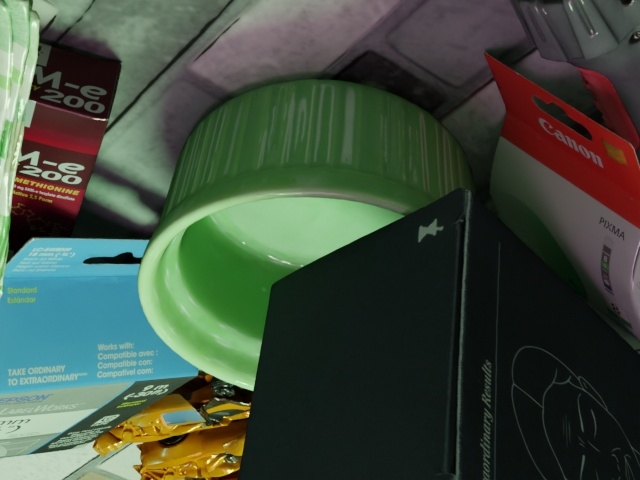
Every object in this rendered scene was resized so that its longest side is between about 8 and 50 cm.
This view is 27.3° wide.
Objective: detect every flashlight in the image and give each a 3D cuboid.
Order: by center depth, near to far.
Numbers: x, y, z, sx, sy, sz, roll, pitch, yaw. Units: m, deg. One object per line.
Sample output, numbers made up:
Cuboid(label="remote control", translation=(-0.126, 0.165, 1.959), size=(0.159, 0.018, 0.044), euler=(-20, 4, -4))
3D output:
Cuboid(label="flashlight", translation=(0.240, -0.104, 1.054), size=(0.103, 0.103, 0.304), euler=(-40, 127, 0))

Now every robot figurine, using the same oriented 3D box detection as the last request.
Cuboid(label="robot figurine", translation=(-0.099, 0.213, 1.492), size=(0.291, 0.085, 0.211), euler=(-11, 140, 20))

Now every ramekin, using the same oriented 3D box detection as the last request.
Cuboid(label="ramekin", translation=(0.000, 0.000, 1.161), size=(0.303, 0.148, 0.303), euler=(3, 141, 2))

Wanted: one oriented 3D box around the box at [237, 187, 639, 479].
Cuboid(label="box", translation=(0.144, 0.211, 1.035), size=(0.212, 0.293, 0.395), euler=(-26, 127, 33))

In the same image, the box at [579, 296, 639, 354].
Cuboid(label="box", translation=(0.303, 0.057, 1.186), size=(0.290, 0.169, 0.087), euler=(-15, 137, 22))

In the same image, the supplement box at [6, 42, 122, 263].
Cuboid(label="supplement box", translation=(-0.268, -0.072, 1.165), size=(0.130, 0.073, 0.239), euler=(14, 140, -13))

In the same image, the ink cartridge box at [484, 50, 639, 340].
Cuboid(label="ink cartridge box", translation=(0.204, -0.031, 1.088), size=(0.056, 0.181, 0.224), euler=(-42, 136, -7))

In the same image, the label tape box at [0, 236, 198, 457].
Cuboid(label="label tape box", translation=(-0.257, 0.116, 1.297), size=(0.241, 0.106, 0.334), euler=(0, 154, -45))

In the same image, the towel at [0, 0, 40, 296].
Cuboid(label="towel", translation=(-0.351, -0.103, 1.059), size=(0.248, 0.038, 0.325), euler=(24, 129, 7))
